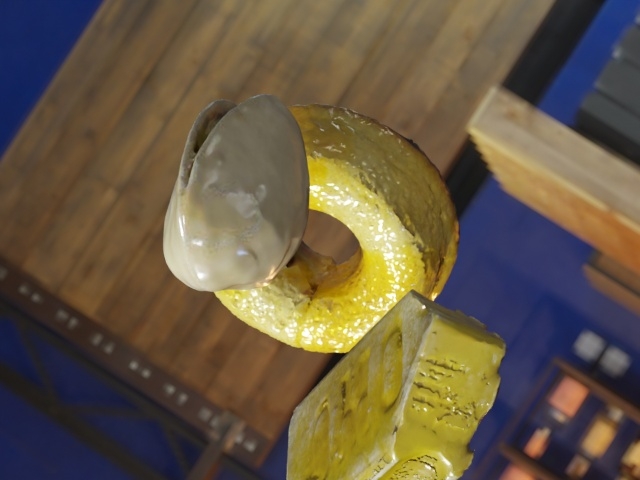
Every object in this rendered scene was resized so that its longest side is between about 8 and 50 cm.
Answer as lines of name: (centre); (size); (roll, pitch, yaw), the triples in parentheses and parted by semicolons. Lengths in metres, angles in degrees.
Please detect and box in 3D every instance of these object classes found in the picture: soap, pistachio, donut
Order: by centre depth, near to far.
soap: (0.063, 0.153, 1.381); (0.080, 0.257, 0.160); (20, -134, -21)
pistachio: (-0.073, -0.041, 1.457); (0.126, 0.223, 0.152); (-9, 129, 26)
donut: (0.000, 0.000, 1.784); (0.303, 0.303, 0.110); (33, -152, -4)
